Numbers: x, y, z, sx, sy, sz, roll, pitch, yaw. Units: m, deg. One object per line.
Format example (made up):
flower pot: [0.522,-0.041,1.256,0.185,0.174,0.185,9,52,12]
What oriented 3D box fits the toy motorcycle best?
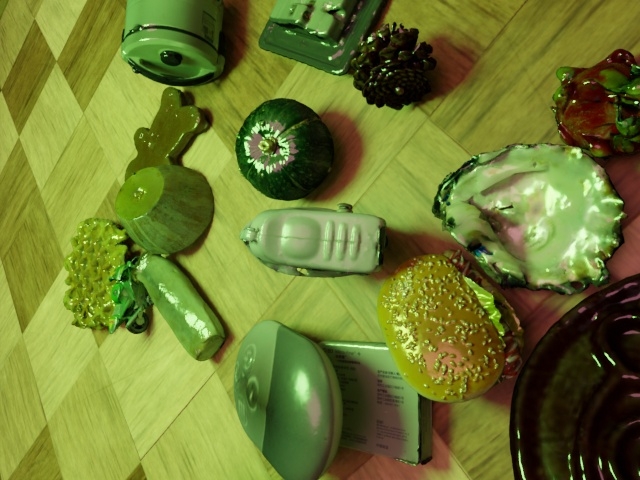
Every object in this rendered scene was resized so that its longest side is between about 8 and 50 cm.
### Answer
toy motorcycle: [-0.456,0.128,1.175,0.074,0.106,0.190,-12,74,36]

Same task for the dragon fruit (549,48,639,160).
dragon fruit: [0.368,-0.170,0.610,0.142,0.175,0.139,18,105,7]

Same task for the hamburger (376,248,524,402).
hamburger: [0.172,0.114,0.675,0.172,0.116,0.210,-23,60,3]

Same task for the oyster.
oyster: [0.266,-0.030,0.669,0.259,0.092,0.198,6,85,32]

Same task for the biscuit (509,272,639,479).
biscuit: [0.381,0.199,0.458,0.407,0.091,0.408,-23,47,28]

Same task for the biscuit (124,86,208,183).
biscuit: [-0.398,-0.230,1.226,0.302,0.049,0.197,-52,58,18]

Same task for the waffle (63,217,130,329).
waffle: [-0.602,0.090,1.313,0.324,0.068,0.302,5,87,42]

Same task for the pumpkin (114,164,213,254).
pumpkin: [-0.362,-0.084,1.092,0.217,0.110,0.218,-4,75,16]

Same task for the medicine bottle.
medicine bottle: [0.080,0.248,0.784,0.201,0.052,0.171,-6,79,37]

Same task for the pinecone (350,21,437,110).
pinecone: [0.115,-0.284,0.795,0.140,0.140,0.121,-12,65,35]

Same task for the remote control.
remote control: [-0.064,0.256,0.817,0.332,0.103,0.221,9,94,59]

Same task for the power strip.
power strip: [0.001,-0.468,0.938,0.251,0.092,0.257,32,98,39]

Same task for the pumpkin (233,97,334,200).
pumpkin: [-0.067,-0.167,0.904,0.190,0.146,0.190,-8,77,38]

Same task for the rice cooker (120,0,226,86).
rice cooker: [-0.327,-0.470,1.115,0.226,0.226,0.244,-7,77,36]

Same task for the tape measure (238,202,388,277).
tape measure: [0.000,0.000,0.795,0.236,0.197,0.120,5,90,17]

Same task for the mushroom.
mushroom: [-0.318,0.132,1.091,0.312,0.081,0.100,42,109,29]
